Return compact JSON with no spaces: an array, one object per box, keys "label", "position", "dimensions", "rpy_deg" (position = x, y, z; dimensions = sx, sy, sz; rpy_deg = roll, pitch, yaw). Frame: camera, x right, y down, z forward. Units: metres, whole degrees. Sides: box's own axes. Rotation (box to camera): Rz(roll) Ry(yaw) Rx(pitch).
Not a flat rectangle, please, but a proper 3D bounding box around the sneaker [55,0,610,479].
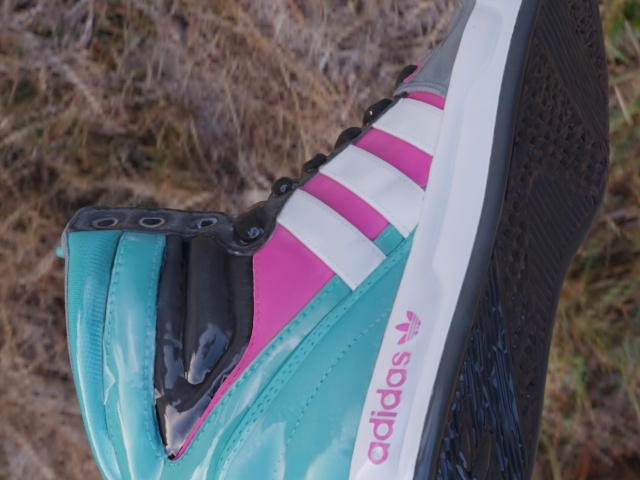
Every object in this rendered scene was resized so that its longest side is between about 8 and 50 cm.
[{"label":"sneaker","position":[0.000,0.000,0.568],"dimensions":[0.178,0.295,0.124],"rpy_deg":[-1,137,26]}]
